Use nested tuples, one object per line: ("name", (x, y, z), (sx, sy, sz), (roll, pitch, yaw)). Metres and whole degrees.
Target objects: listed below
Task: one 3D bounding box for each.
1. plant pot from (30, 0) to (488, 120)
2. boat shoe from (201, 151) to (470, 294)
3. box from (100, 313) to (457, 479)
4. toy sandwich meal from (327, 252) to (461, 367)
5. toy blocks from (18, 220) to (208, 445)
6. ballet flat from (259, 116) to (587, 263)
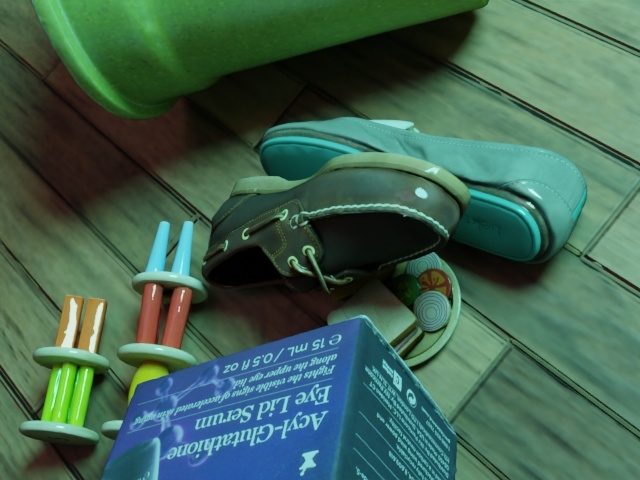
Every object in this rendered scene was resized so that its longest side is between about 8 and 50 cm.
("plant pot", (-0.022, -0.228, 0.584), (0.253, 0.276, 0.276), (-3, 65, 15))
("boat shoe", (0.000, 0.000, 0.531), (0.207, 0.073, 0.073), (-8, 49, 55))
("box", (-0.029, 0.159, 0.421), (0.153, 0.108, 0.207), (-20, 35, 26))
("toy sandwich meal", (0.042, 0.039, 0.539), (0.085, 0.029, 0.086), (-12, 61, 23))
("toy blocks", (-0.136, 0.061, 0.610), (0.123, 0.054, 0.148), (-5, 64, 26))
("ballet flat", (0.060, -0.041, 0.557), (0.213, 0.072, 0.068), (18, 49, 33))
